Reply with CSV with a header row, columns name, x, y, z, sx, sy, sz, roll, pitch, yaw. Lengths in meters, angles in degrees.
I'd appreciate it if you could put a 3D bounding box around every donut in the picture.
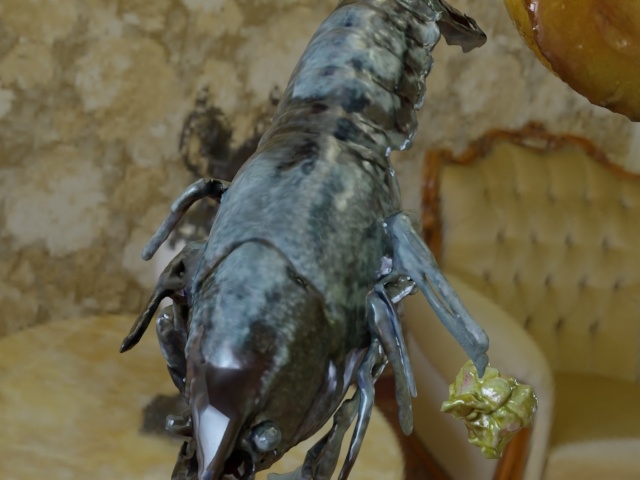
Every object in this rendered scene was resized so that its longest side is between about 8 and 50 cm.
name,x,y,z,sx,sy,sz,roll,pitch,yaw
donut,0.227,-0.201,0.864,0.253,0.254,0.118,3,7,-27

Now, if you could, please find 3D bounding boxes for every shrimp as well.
name,x,y,z,sx,sy,sz,roll,pitch,yaw
shrimp,-0.002,0.000,0.740,0.221,0.411,0.166,3,-25,25

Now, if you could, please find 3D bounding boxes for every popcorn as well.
name,x,y,z,sx,sy,sz,roll,pitch,yaw
popcorn,0.180,0.173,1.389,0.097,0.089,0.109,46,4,29
